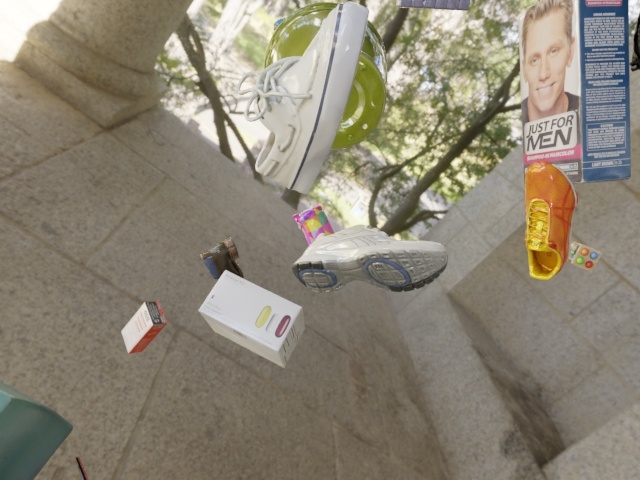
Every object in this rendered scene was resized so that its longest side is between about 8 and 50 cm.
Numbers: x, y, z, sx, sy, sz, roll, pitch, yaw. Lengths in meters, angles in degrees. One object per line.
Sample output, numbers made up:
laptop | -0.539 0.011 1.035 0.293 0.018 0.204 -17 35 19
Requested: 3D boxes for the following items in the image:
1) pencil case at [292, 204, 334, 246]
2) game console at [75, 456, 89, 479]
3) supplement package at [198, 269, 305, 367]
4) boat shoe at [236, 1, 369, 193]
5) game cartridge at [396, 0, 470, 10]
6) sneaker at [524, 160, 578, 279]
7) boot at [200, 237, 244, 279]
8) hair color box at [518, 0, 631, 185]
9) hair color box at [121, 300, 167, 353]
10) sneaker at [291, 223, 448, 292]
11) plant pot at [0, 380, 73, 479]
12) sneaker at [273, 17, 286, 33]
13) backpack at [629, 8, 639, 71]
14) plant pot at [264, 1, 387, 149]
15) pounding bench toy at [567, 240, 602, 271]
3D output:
pencil case | 0.000 0.000 1.452 0.236 0.104 0.104 61 15 -11
game console | -0.398 0.456 0.725 0.144 0.124 0.085 24 -27 46
supplement package | -0.195 0.237 1.341 0.261 0.145 0.204 23 -26 13
boat shoe | -0.049 -0.200 0.659 0.156 0.136 0.367 16 -22 -8
game cartridge | 0.351 -0.856 1.271 0.230 0.355 0.068 1 28 -4
sneaker | 0.308 -0.023 0.606 0.064 0.067 0.175 7 -55 46
boot | -0.307 0.087 1.406 0.082 0.106 0.219 50 -25 38
hair color box | 0.473 -0.282 0.846 0.105 0.347 0.174 -5 6 -10
hair color box | -0.460 0.226 1.163 0.043 0.141 0.072 4 49 -51
sneaker | 0.088 0.019 0.834 0.111 0.297 0.129 63 37 -38
plant pot | -0.528 0.295 0.689 0.165 0.234 0.165 28 51 3
sneaker | -0.004 -0.658 1.561 0.340 0.140 0.125 14 48 -8
backpack | 0.724 -0.457 0.931 0.115 0.152 0.182 15 -9 37
plant pot | 0.029 -0.411 1.183 0.366 0.366 0.353 35 23 -23
pounding bench toy | 0.604 0.031 1.060 0.083 0.052 0.065 22 11 0
